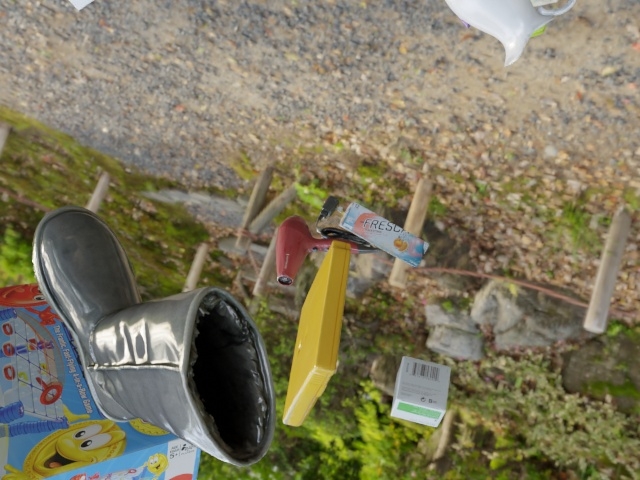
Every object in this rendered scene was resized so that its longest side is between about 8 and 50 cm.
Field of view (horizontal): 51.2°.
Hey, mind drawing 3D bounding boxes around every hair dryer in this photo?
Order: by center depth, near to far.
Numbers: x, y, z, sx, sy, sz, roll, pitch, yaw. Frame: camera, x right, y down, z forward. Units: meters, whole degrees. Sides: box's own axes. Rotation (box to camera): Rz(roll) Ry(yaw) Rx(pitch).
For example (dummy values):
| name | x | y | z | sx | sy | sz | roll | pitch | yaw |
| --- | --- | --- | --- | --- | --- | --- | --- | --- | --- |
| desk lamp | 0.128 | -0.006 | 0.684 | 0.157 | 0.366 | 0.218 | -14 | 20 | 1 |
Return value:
| name | x | y | z | sx | sy | sz | roll | pitch | yaw |
| --- | --- | --- | --- | --- | --- | --- | --- | --- | --- |
| hair dryer | 0.000 | 0.000 | 1.562 | 0.223 | 0.293 | 0.080 | 31 | 149 | 38 |

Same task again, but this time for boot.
| name | x | y | z | sx | sy | sz | roll | pitch | yaw |
| --- | --- | --- | --- | --- | --- | --- | --- | --- | --- |
| boot | -0.120 | 0.050 | 0.443 | 0.076 | 0.190 | 0.208 | -26 | -175 | -28 |

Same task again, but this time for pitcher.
| name | x | y | z | sx | sy | sz | roll | pitch | yaw |
| --- | --- | --- | --- | --- | --- | --- | --- | --- | --- |
| pitcher | 0.323 | -0.437 | 1.162 | 0.207 | 0.178 | 0.125 | 47 | -173 | -1 |

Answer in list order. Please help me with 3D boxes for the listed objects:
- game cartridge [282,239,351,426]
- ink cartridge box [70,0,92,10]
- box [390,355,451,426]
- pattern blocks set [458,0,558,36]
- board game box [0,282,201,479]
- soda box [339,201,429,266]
| name | x | y | z | sx | sy | sz | roll | pitch | yaw |
| --- | --- | --- | --- | --- | --- | --- | --- | --- | --- |
| game cartridge | -0.005 | 0.192 | 1.355 | 0.052 | 0.285 | 0.324 | 14 | 146 | -7 |
| ink cartridge box | -0.425 | -0.504 | 1.271 | 0.122 | 0.088 | 0.052 | -15 | 133 | 32 |
| box | 0.202 | 0.305 | 1.349 | 0.101 | 0.102 | 0.087 | 13 | 145 | 5 |
| pattern blocks set | 0.484 | -0.623 | 1.619 | 0.325 | 0.285 | 0.026 | -21 | 162 | 17 |
| board game box | -0.327 | 0.170 | 0.723 | 0.302 | 0.086 | 0.308 | -9 | -144 | -33 |
| soda box | 0.132 | -0.013 | 1.396 | 0.183 | 0.058 | 0.063 | 28 | 180 | -5 |
